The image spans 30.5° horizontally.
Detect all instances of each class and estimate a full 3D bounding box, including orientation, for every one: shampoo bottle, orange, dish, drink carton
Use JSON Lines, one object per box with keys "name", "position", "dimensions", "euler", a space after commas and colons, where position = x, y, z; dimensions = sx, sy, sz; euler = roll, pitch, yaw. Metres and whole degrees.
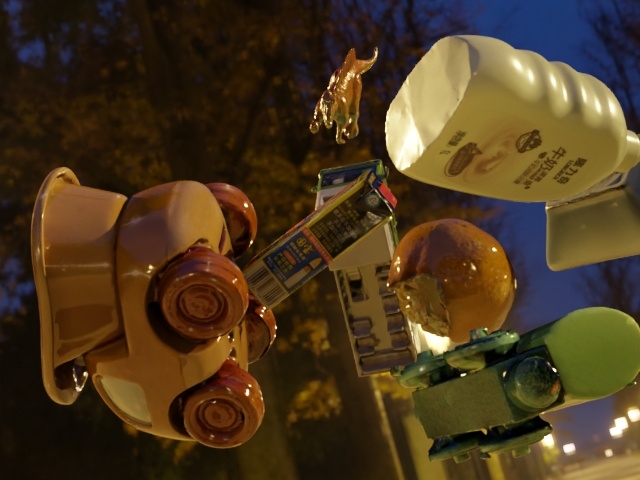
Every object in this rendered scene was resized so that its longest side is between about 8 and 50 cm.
{"name": "shampoo bottle", "position": [0.108, -0.048, 0.549], "dimensions": [0.152, 0.045, 0.077], "euler": [9, -43, -32]}
{"name": "orange", "position": [0.152, 0.050, 1.390], "dimensions": [0.157, 0.156, 0.134], "euler": [-25, -2, 36]}
{"name": "dish", "position": [0.374, -0.068, 1.514], "dimensions": [0.080, 0.181, 0.243], "euler": [33, -23, -20]}
{"name": "drink carton", "position": [0.000, 0.000, 1.192], "dimensions": [0.166, 0.056, 0.071], "euler": [-37, 8, 14]}

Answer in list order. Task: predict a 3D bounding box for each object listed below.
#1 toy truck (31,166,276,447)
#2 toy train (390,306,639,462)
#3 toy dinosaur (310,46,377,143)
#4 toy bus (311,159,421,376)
{"name": "toy truck", "position": [-0.160, 0.063, 1.173], "dimensions": [0.212, 0.288, 0.204], "euler": [-3, 30, 4]}
{"name": "toy train", "position": [0.164, 0.116, 0.972], "dimensions": [0.157, 0.105, 0.253], "euler": [-18, -10, -17]}
{"name": "toy dinosaur", "position": [0.030, -0.215, 1.584], "dimensions": [0.057, 0.212, 0.142], "euler": [10, -26, 9]}
{"name": "toy bus", "position": [0.071, 0.047, 1.652], "dimensions": [0.113, 0.301, 0.139], "euler": [-10, 20, 10]}
